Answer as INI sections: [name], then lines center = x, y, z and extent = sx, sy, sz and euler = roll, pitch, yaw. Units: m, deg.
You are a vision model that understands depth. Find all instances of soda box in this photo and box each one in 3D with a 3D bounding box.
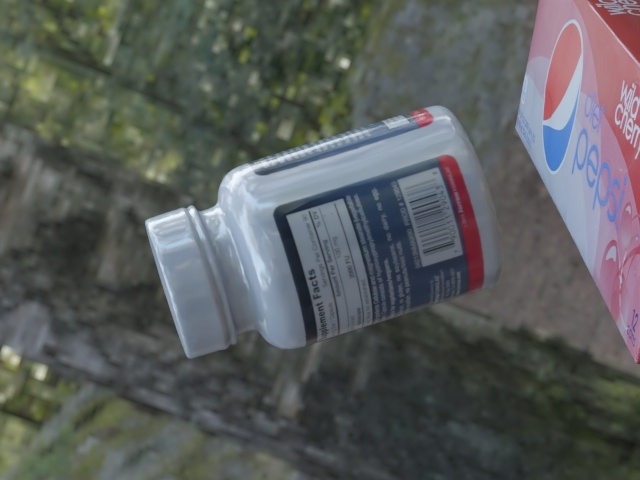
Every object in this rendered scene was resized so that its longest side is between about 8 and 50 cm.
[soda box]
center = 0.143, -0.040, 0.727
extent = 0.263, 0.083, 0.092
euler = -99, 16, -69

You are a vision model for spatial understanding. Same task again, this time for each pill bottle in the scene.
[pill bottle]
center = 0.000, 0.000, 1.018
extent = 0.108, 0.180, 0.108
euler = 163, 90, -83
